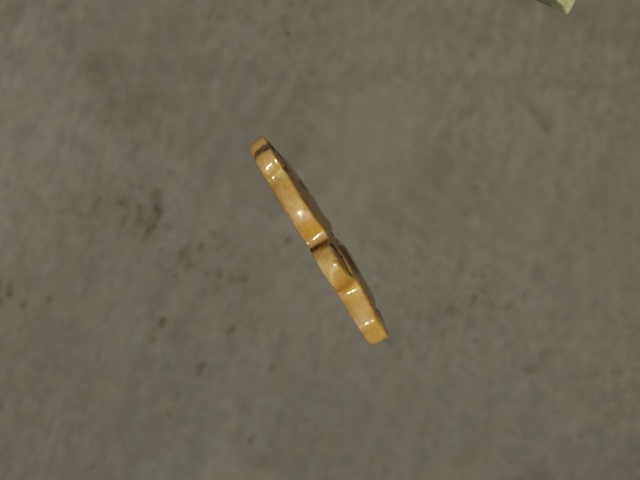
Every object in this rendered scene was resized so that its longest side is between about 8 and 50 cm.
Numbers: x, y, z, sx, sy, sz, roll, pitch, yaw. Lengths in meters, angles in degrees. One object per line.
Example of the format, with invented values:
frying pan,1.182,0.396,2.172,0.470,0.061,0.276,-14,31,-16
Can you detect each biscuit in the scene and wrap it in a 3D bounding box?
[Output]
biscuit,0.003,0.002,1.423,0.027,0.133,0.184,-32,79,3

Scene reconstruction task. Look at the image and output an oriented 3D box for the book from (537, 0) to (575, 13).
book,0.051,-0.217,1.181,0.228,0.024,0.160,26,2,21
